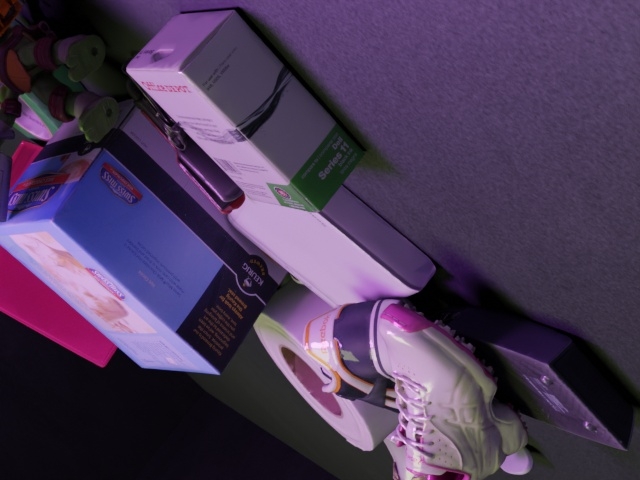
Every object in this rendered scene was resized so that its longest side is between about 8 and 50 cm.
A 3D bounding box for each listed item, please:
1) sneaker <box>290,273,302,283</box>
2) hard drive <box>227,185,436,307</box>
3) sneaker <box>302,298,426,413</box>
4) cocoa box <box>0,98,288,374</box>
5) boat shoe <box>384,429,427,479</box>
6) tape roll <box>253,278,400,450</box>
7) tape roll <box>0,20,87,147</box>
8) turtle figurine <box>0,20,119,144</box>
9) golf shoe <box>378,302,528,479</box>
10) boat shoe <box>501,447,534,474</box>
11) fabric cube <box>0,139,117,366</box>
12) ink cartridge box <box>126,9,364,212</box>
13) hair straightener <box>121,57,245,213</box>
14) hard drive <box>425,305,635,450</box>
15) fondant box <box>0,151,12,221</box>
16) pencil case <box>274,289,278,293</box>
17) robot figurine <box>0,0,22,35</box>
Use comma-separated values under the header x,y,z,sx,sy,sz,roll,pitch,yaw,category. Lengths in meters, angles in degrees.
x,y,z,sx,sy,sz,roll,pitch,yaw,category
-0.015,0.047,1.740,0.083,0.031,0.035,22,145,38,sneaker
0.000,0.000,1.508,0.233,0.047,0.353,39,166,-3,hard drive
0.075,0.149,1.520,0.127,0.126,0.321,-4,156,18,sneaker
-0.257,0.004,1.715,0.231,0.228,0.347,-3,138,51,cocoa box
0.199,0.458,2.319,0.113,0.103,0.302,20,157,51,boat shoe
0.020,0.189,1.837,0.286,0.100,0.286,44,163,18,tape roll
-0.487,-0.261,1.864,0.321,0.077,0.321,36,166,10,tape roll
-0.417,-0.205,1.550,0.266,0.197,0.275,14,-174,30,turtle figurine
0.135,0.193,1.357,0.115,0.140,0.306,27,160,48,golf shoe
0.287,0.327,1.821,0.040,0.049,0.142,25,175,-26,boat shoe
-0.422,0.016,1.946,0.258,0.259,0.254,33,175,-26,fabric cube
-0.078,-0.132,1.209,0.208,0.087,0.153,46,165,-28,ink cartridge box
-0.169,-0.139,1.449,0.230,0.047,0.089,53,163,9,hair straightener
0.235,0.148,1.357,0.172,0.054,0.255,46,165,-23,hard drive
-0.510,-0.080,1.435,0.238,0.096,0.330,7,-179,-9,fondant box
-0.091,0.109,2.041,0.070,0.064,0.151,48,175,38,pencil case
-0.433,-0.246,1.328,0.085,0.291,0.211,35,166,14,robot figurine
